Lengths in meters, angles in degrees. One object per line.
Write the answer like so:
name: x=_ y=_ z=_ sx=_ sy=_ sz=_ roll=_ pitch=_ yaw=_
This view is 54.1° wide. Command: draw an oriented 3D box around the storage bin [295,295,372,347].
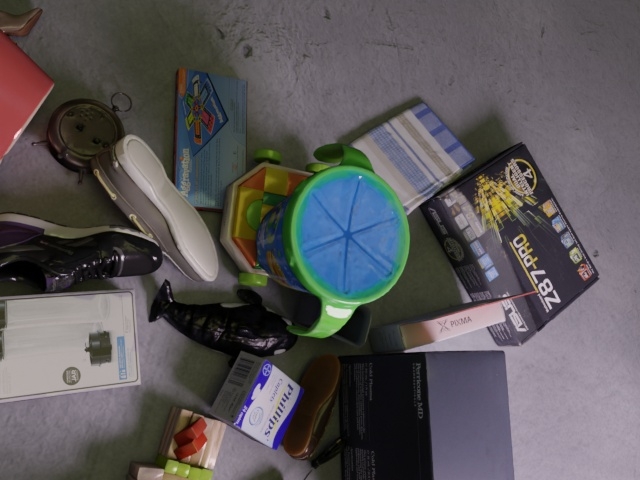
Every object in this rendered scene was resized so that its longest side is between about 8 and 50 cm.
storage bin: x=0.022 y=0.148 z=1.241 sx=0.135 sy=0.091 sz=0.098 roll=30 pitch=68 yaw=-39

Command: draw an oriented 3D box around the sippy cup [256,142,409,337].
sippy cup: x=0.000 y=0.000 z=1.113 sx=0.240 sy=0.224 sz=0.305 roll=50 pitch=64 yaw=-15

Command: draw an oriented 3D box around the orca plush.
orca plush: x=-0.161 y=0.145 z=1.159 sx=0.287 sy=0.102 sz=0.151 roll=32 pitch=67 yaw=-17

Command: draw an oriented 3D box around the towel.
towel: x=0.205 y=-0.188 z=1.434 sx=0.285 sy=0.034 sz=0.209 roll=-35 pitch=81 yaw=-29

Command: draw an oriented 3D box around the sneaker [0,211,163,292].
sneaker: x=-0.407 y=0.044 z=1.034 sx=0.283 sy=0.107 sz=0.124 roll=7 pitch=39 yaw=-18

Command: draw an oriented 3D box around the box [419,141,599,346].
box: x=0.456 y=0.005 z=1.500 sx=0.318 sy=0.097 sz=0.395 roll=-31 pitch=93 yaw=-25

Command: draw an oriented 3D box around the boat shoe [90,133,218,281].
boat shoe: x=-0.292 y=-0.043 z=1.130 sx=0.305 sy=0.091 sz=0.109 roll=60 pitch=21 yaw=-24

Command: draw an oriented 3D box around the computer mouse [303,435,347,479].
computer mouse: x=-0.044 y=0.444 z=1.176 sx=0.242 sy=0.071 sz=0.041 roll=-36 pitch=88 yaw=-29

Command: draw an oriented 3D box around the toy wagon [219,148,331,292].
toy wagon: x=-0.030 y=-0.029 z=1.267 sx=0.344 sy=0.068 sz=0.267 roll=10 pitch=80 yaw=-28

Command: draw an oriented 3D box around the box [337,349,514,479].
box: x=0.185 y=0.380 z=1.164 sx=0.179 sy=0.312 sz=0.343 roll=4 pitch=79 yaw=-25

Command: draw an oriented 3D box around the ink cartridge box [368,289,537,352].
ink cartridge box: x=0.274 y=0.170 z=1.293 sx=0.275 sy=0.239 sz=0.060 roll=-10 pitch=84 yaw=-28

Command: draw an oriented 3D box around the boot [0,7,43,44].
boot: x=-0.562 y=-0.390 z=1.107 sx=0.087 sy=0.042 sz=0.118 roll=33 pitch=66 yaw=-15

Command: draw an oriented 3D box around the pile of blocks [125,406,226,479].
pile of blocks: x=-0.278 y=0.437 z=1.035 sx=0.149 sy=0.113 sz=0.362 roll=46 pitch=64 yaw=-11

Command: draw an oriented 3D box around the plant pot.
plant pot: x=-0.572 y=-0.238 z=0.963 sx=0.243 sy=0.275 sz=0.275 roll=35 pitch=66 yaw=-27

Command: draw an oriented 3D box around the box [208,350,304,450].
box: x=-0.112 y=0.292 z=1.141 sx=0.137 sy=0.072 sz=0.126 roll=48 pitch=60 yaw=-42

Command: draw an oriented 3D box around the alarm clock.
alarm clock: x=-0.410 y=-0.203 z=1.134 sx=0.129 sy=0.064 sz=0.192 roll=42 pitch=62 yaw=-13

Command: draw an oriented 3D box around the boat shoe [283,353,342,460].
boat shoe: x=-0.011 y=0.324 z=1.222 sx=0.207 sy=0.073 sz=0.073 roll=-63 pitch=148 yaw=-19

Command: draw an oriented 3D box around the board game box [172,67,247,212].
board game box: x=-0.218 y=-0.196 z=1.245 sx=0.145 sy=0.027 sz=0.281 roll=5 pitch=77 yaw=-27

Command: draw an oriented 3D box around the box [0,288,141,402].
box: x=-0.451 y=0.173 z=1.018 sx=0.290 sy=0.087 sz=0.169 roll=-1 pitch=80 yaw=-26
